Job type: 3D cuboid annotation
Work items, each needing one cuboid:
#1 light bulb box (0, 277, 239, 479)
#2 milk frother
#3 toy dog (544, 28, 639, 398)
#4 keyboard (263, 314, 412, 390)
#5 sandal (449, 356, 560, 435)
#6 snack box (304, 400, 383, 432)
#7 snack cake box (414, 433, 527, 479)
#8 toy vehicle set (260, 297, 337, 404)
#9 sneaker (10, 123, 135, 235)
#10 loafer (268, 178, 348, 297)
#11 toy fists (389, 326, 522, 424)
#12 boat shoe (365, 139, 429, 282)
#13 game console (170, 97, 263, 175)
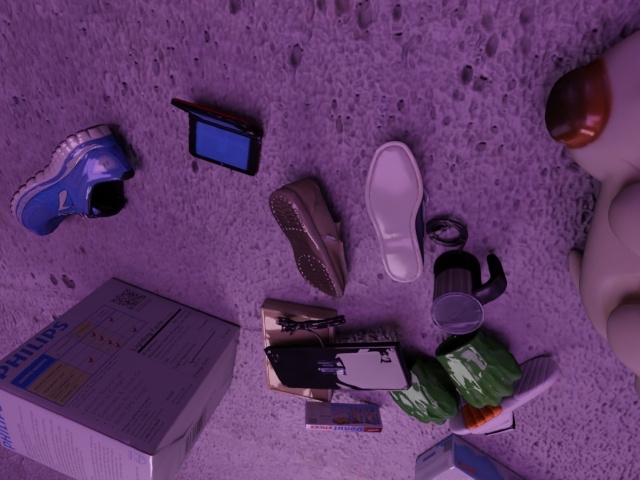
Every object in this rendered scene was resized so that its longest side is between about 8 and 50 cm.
[{"bbox_3d":[-0.427,0.314,0.923,0.361,0.358,0.225,19,121,8],"label":"light bulb box"},{"bbox_3d":[0.220,0.053,0.698,0.143,0.134,0.129,35,122,-3],"label":"milk frother"},{"bbox_3d":[0.439,-0.050,0.482,0.285,0.395,0.407,-17,98,6],"label":"toy dog"},{"bbox_3d":[0.017,0.233,0.870,0.317,0.033,0.201,-10,114,28],"label":"keyboard"},{"bbox_3d":[0.374,0.332,0.829,0.076,0.102,0.265,43,120,-5],"label":"sandal"},{"bbox_3d":[0.053,0.411,0.968,0.178,0.064,0.022,6,119,-7],"label":"snack box"},{"bbox_3d":[0.376,0.594,0.987,0.264,0.089,0.152,33,121,-3],"label":"snack cake box"},{"bbox_3d":[-0.050,0.262,0.963,0.166,0.035,0.266,9,121,13],"label":"toy vehicle set"},{"bbox_3d":[-0.504,-0.088,0.854,0.330,0.130,0.147,-31,103,30],"label":"sneaker"},{"bbox_3d":[0.000,0.000,0.764,0.102,0.092,0.268,18,143,39],"label":"loafer"},{"bbox_3d":[0.262,0.282,0.842,0.279,0.096,0.142,-39,89,33],"label":"toy fists"},{"bbox_3d":[0.135,-0.051,0.699,0.095,0.079,0.254,-8,118,20],"label":"boat shoe"},{"bbox_3d":[-0.183,-0.177,0.728,0.144,0.124,0.085,19,96,6],"label":"game console"}]
